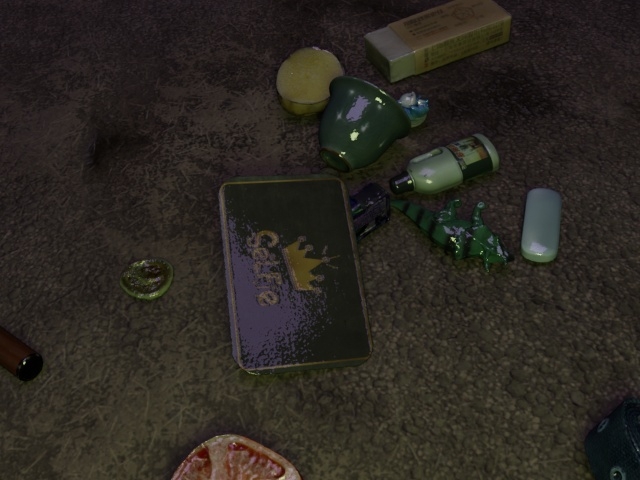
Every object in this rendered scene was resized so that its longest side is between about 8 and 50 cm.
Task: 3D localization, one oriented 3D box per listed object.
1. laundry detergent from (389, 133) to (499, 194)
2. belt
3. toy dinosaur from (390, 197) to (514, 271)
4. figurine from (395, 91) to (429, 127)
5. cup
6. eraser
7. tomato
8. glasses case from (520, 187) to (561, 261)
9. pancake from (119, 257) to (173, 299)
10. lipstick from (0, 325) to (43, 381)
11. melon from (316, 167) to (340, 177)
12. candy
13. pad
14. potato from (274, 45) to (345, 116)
[{"bbox_3d":[0.245,-0.146,1.536,0.226,0.070,0.099,-21,57,-12],"label":"laundry detergent"},{"bbox_3d":[0.445,0.339,1.044,0.122,0.128,0.218,12,41,-23],"label":"belt"},{"bbox_3d":[0.245,-0.034,1.431,0.120,0.079,0.292,-30,48,-22],"label":"toy dinosaur"},{"bbox_3d":[0.184,-0.289,1.664,0.114,0.079,0.114,0,22,0],"label":"figurine"},{"bbox_3d":[0.068,-0.222,1.570,0.199,0.199,0.150,25,72,26],"label":"cup"},{"bbox_3d":[0.288,-0.499,1.847,0.343,0.078,0.144,-22,49,-12],"label":"eraser"},{"bbox_3d":[-0.125,0.399,1.064,0.237,0.095,0.236,-4,51,6],"label":"tomato"},{"bbox_3d":[0.418,-0.032,1.428,0.067,0.045,0.178,8,50,13],"label":"glasses case"},{"bbox_3d":[-0.332,0.071,1.435,0.108,0.017,0.108,-1,44,1],"label":"pancake"},{"bbox_3d":[-0.636,0.151,1.369,0.357,0.057,0.057,26,55,25],"label":"lipstick"},{"bbox_3d":[-0.001,-0.097,1.505,0.054,0.098,0.182,28,53,-1],"label":"melon"},{"bbox_3d":[0.000,0.000,1.415,0.312,0.088,0.061,-32,54,-22],"label":"candy"},{"bbox_3d":[-0.075,0.038,1.296,0.315,0.063,0.375,-4,66,-12],"label":"pad"},{"bbox_3d":[-0.027,-0.360,1.755,0.164,0.081,0.200,14,53,8],"label":"potato"}]
